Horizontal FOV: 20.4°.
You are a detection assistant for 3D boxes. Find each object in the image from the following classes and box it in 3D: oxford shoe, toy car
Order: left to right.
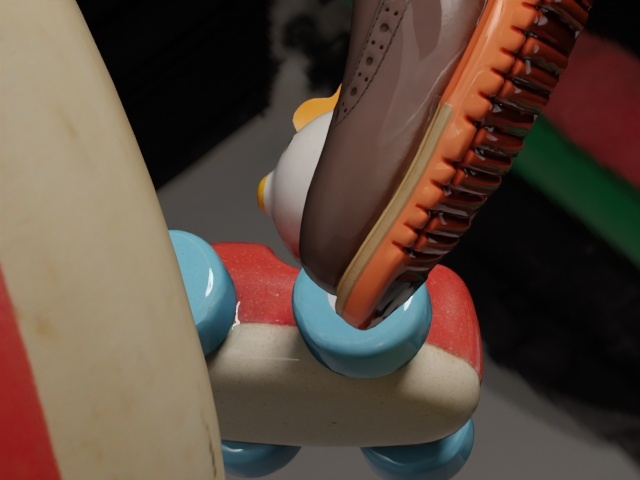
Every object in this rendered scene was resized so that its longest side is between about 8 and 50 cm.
[{"bbox_3d":[0.000,0.000,1.065,0.210,0.238,0.219,2,-27,15],"label":"toy car"},{"bbox_3d":[0.037,-0.110,0.505,0.098,0.271,0.097,20,2,12],"label":"oxford shoe"}]

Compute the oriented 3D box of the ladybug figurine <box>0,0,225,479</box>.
[{"bbox_3d":[-0.186,0.001,0.492,0.305,0.162,0.449,-3,-61,44],"label":"ladybug figurine"}]
